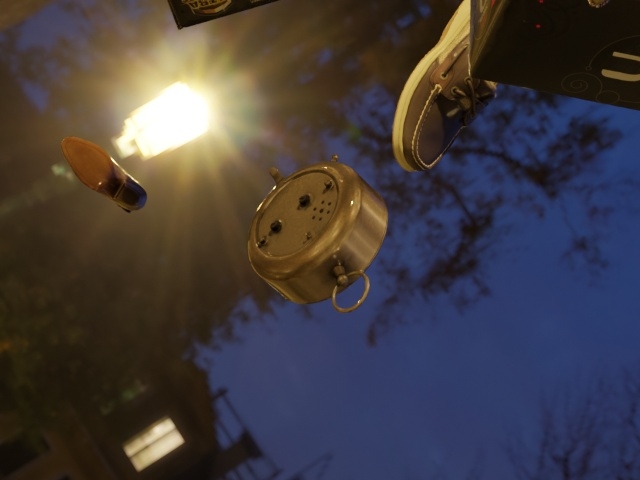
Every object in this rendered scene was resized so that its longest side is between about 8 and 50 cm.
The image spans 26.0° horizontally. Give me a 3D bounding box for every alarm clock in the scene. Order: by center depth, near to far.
[{"bbox_3d":[0.000,0.000,1.249,0.064,0.129,0.192,42,11,-40],"label":"alarm clock"}]

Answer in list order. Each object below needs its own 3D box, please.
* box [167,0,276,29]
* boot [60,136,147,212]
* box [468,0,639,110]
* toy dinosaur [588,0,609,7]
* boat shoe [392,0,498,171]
[{"bbox_3d":[-0.019,-0.359,1.496,0.293,0.295,0.073,-92,163,-55],"label":"box"},{"bbox_3d":[-0.240,-0.073,1.525,0.118,0.042,0.087,44,-3,-16],"label":"boot"},{"bbox_3d":[0.303,-0.243,1.430,0.165,0.270,0.143,110,-13,-55],"label":"box"},{"bbox_3d":[0.256,-0.222,0.804,0.268,0.118,0.064,-25,-94,28],"label":"toy dinosaur"},{"bbox_3d":[0.192,-0.215,1.856,0.092,0.285,0.103,15,-23,42],"label":"boat shoe"}]
